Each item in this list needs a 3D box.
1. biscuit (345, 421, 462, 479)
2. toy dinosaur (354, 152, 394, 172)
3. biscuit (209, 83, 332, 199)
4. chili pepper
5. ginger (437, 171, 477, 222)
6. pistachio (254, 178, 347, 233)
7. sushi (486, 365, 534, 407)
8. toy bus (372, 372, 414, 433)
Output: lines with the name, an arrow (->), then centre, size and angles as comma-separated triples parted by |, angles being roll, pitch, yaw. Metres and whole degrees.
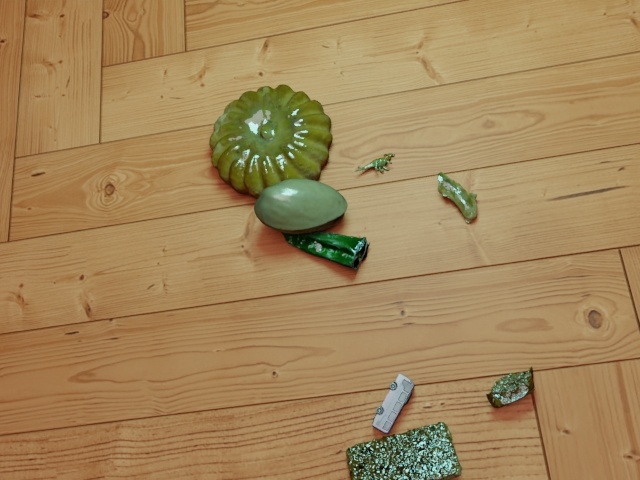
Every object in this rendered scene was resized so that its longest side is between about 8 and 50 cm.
biscuit -> 0.171, 0.461, 1.476 | 0.231, 0.025, 0.131 | -17, 44, 3
toy dinosaur -> 0.140, -0.184, 1.746 | 0.113, 0.026, 0.041 | -30, 60, -12
biscuit -> -0.128, -0.260, 1.787 | 0.326, 0.107, 0.326 | -3, 66, 8
chili pepper -> 0.000, 0.000, 1.692 | 0.227, 0.059, 0.088 | 19, 57, 22
ginger -> 0.327, -0.106, 1.678 | 0.057, 0.044, 0.137 | -31, 71, -34
pistachio -> -0.046, -0.082, 1.678 | 0.226, 0.136, 0.136 | 1, 68, -14
sushi -> 0.408, 0.312, 1.502 | 0.120, 0.052, 0.055 | -26, 83, 2
toy bus -> 0.159, 0.355, 1.536 | 0.052, 0.037, 0.130 | 28, 77, 16
